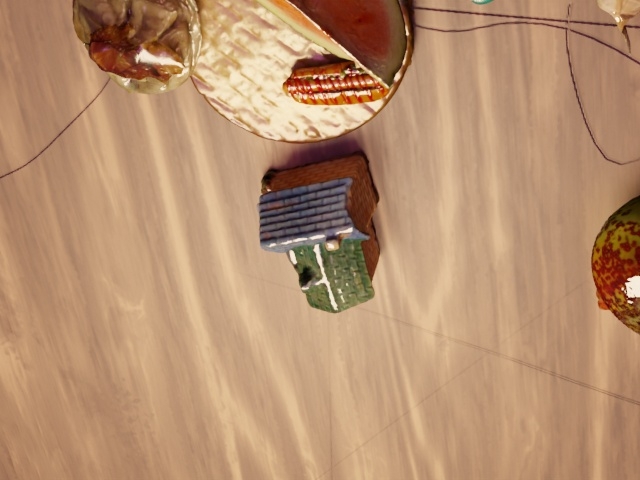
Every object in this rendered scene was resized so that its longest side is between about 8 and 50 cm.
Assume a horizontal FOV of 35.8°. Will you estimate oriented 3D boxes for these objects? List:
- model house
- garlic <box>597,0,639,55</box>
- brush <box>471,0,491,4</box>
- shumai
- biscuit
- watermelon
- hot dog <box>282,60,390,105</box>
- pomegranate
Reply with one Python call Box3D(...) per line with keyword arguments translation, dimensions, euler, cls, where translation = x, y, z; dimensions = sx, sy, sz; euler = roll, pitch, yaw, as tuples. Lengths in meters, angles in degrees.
Box3D(translation=(0.000, 0.000, 1.383), dimensions=(0.167, 0.172, 0.182), euler=(-13, 115, 14), cls="model house")
Box3D(translation=(0.398, -0.330, 1.193), dimensions=(0.129, 0.090, 0.198), euler=(29, 115, -20), cls="garlic")
Box3D(translation=(0.265, -0.359, 1.233), dimensions=(0.193, 0.032, 0.043), euler=(-32, 113, 35), cls="brush")
Box3D(translation=(-0.249, -0.259, 1.270), dimensions=(0.201, 0.120, 0.201), euler=(13, 127, 18), cls="shumai")
Box3D(translation=(-0.035, -0.275, 1.311), dimensions=(0.318, 0.040, 0.317), euler=(2, 119, 4), cls="biscuit")
Box3D(translation=(-0.035, -0.305, 1.202), dimensions=(0.303, 0.159, 0.128), euler=(35, 146, -19), cls="watermelon")
Box3D(translation=(0.022, -0.205, 1.299), dimensions=(0.144, 0.038, 0.062), euler=(-3, 120, 8), cls="hot dog")
Box3D(translation=(0.448, 0.042, 1.331), dimensions=(0.214, 0.214, 0.248), euler=(34, 151, -9), cls="pomegranate")
